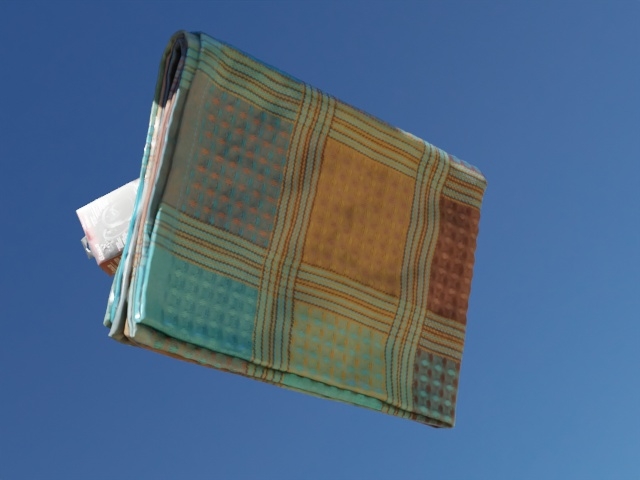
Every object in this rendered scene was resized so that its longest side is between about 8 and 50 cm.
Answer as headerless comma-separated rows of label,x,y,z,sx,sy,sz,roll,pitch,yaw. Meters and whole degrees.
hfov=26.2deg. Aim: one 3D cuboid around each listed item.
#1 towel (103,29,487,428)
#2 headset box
towel,0.000,0.000,1.202,0.370,0.040,0.271,21,-110,-35
headset box,-0.175,-0.012,1.229,0.083,0.062,0.032,-29,-27,1
